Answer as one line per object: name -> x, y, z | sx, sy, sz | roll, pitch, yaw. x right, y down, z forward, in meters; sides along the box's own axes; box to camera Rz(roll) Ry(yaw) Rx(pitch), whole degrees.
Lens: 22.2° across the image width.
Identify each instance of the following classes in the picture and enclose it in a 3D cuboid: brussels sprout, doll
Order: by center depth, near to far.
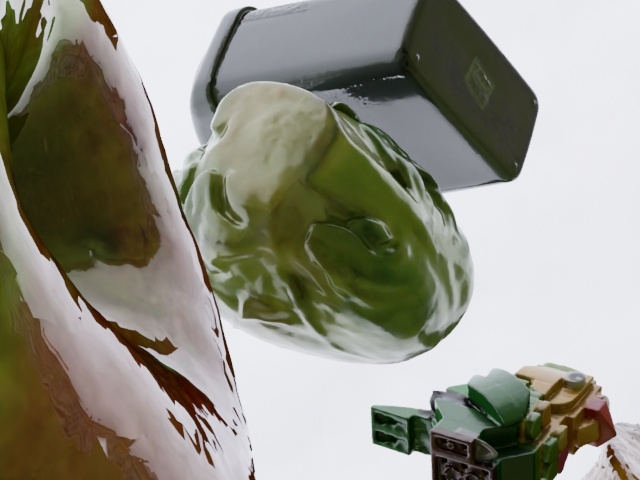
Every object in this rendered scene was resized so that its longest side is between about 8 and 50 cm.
brussels sprout -> 0.000, 0.000, 1.058 | 0.223, 0.223, 0.161 | 39, -92, -27
doll -> 0.156, 0.159, 1.378 | 0.186, 0.134, 0.106 | -17, -62, -23

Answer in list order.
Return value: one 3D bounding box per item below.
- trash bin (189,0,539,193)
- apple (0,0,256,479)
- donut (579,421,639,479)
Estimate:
trash bin -> 0.021, -0.101, 1.211 | 0.177, 0.236, 0.101 | 44, -126, -36
apple -> -0.189, 0.033, 0.450 | 0.339, 0.339, 0.340 | -6, -72, -20
donut -> 0.329, 0.301, 1.423 | 0.303, 0.303, 0.110 | 35, -73, -27
